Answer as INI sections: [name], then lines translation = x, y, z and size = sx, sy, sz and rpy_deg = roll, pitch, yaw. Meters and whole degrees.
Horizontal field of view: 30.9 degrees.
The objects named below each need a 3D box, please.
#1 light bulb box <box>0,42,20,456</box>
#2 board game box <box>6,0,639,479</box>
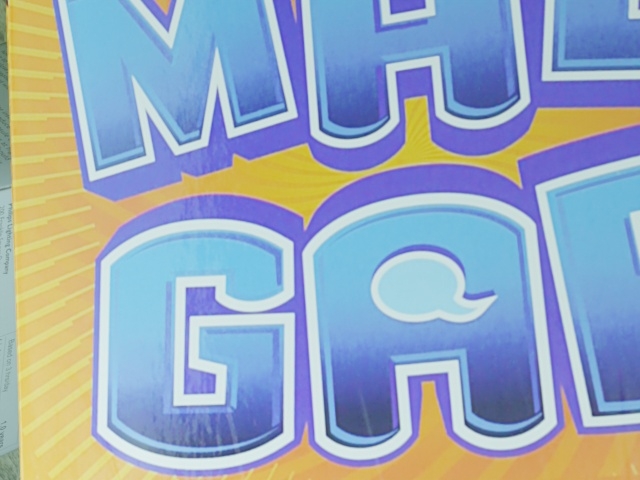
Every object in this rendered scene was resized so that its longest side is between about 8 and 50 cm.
[light bulb box]
translation = -0.285, 0.000, 1.177
size = 0.225, 0.361, 0.357
rpy_deg = 41, 133, 29
[board game box]
translation = 0.083, -0.006, 0.618
size = 0.356, 0.356, 0.356
rpy_deg = -7, 80, 16
